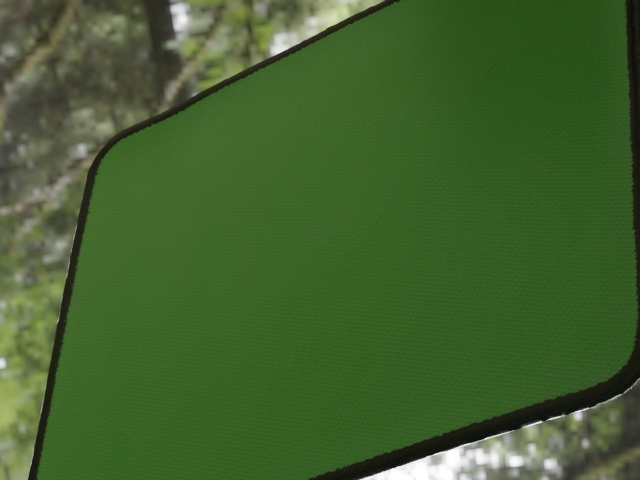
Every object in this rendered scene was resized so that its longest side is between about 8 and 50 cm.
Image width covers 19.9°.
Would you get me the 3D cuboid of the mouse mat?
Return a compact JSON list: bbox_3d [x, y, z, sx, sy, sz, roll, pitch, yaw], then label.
[{"bbox_3d":[0.000,0.000,0.460,0.189,0.007,0.153,-23,-136,32],"label":"mouse mat"}]
